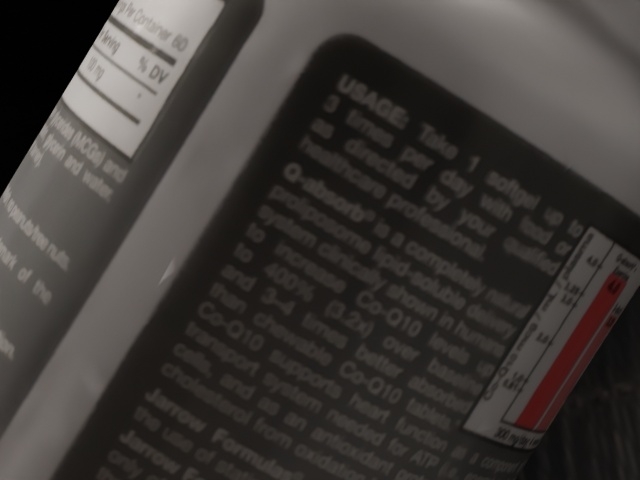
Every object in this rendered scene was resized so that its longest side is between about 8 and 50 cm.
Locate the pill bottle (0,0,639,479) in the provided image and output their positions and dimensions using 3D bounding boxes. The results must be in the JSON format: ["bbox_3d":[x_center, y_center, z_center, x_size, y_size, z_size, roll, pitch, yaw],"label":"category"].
[{"bbox_3d":[0.000,0.000,0.525,0.210,0.363,0.210,32,-176,-3],"label":"pill bottle"}]
